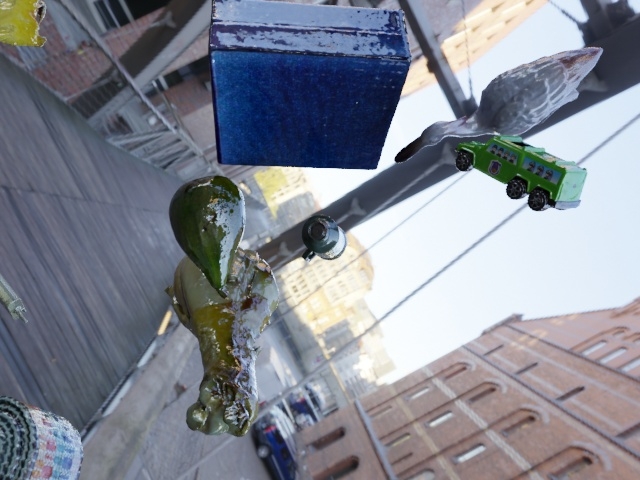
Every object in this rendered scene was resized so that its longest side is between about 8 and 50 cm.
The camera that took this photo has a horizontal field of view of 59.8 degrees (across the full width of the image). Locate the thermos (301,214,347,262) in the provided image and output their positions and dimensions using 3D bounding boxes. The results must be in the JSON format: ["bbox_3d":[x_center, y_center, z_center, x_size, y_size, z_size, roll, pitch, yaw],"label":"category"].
[{"bbox_3d":[0.002,-0.005,1.038,0.187,0.083,0.073,43,30,-80],"label":"thermos"}]

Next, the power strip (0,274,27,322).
[{"bbox_3d":[-0.819,0.110,1.409,0.268,0.034,0.092,45,-34,13],"label":"power strip"}]

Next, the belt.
[{"bbox_3d":[-0.505,0.375,0.807,0.206,0.295,0.161,24,-23,26],"label":"belt"}]

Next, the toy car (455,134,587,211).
[{"bbox_3d":[0.246,-0.091,0.695,0.165,0.071,0.063,40,-58,41],"label":"toy car"}]

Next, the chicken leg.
[{"bbox_3d":[-0.159,0.142,0.889,0.429,0.201,0.153,-107,-164,-55],"label":"chicken leg"}]

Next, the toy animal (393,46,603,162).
[{"bbox_3d":[0.283,-0.199,0.833,0.091,0.323,0.195,64,-16,12],"label":"toy animal"}]

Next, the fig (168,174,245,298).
[{"bbox_3d":[-0.161,-0.004,0.799,0.117,0.116,0.178,114,-26,-86],"label":"fig"}]

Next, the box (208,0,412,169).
[{"bbox_3d":[-0.027,-0.231,0.873,0.261,0.278,0.116,105,-17,-62],"label":"box"}]

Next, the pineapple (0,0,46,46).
[{"bbox_3d":[-0.560,-0.373,0.881,0.186,0.236,0.115,-61,157,-60],"label":"pineapple"}]
